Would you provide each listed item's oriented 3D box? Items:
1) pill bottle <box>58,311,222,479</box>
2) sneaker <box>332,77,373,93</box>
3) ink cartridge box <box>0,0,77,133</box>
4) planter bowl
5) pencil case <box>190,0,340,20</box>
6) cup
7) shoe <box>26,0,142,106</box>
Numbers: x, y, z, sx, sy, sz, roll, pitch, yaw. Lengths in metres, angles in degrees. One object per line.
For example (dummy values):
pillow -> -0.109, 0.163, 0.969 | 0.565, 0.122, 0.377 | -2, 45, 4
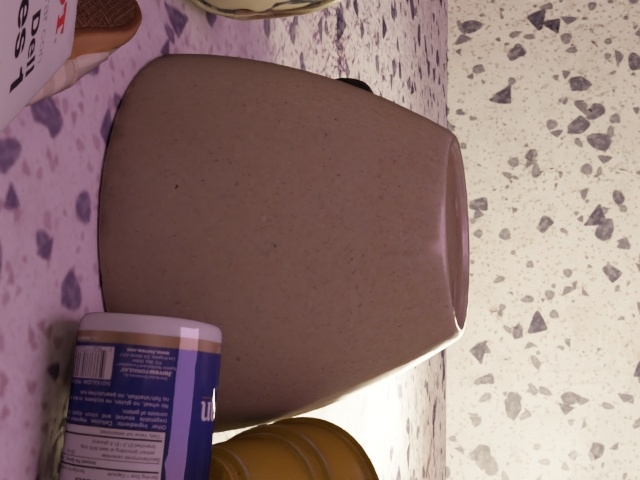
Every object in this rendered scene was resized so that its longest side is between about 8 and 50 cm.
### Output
pill bottle -> -0.117, 0.135, 0.571 | 0.094, 0.094, 0.169 | 35, 59, -71
sneaker -> 0.010, -0.046, 1.089 | 0.162, 0.106, 0.281 | 64, 39, -67
ink cartridge box -> -0.153, -0.108, 0.245 | 0.278, 0.117, 0.201 | -84, -172, -59
planter bowl -> -0.066, 0.212, 0.630 | 0.090, 0.217, 0.217 | 37, 48, -37
pencil case -> -0.039, -0.395, 0.796 | 0.183, 0.160, 0.410 | 96, -3, -76
cup -> 0.000, 0.000, 0.756 | 0.331, 0.237, 0.331 | -2, 90, -75
shoe -> -0.168, -0.122, 0.516 | 0.076, 0.058, 0.219 | 50, 23, -14
